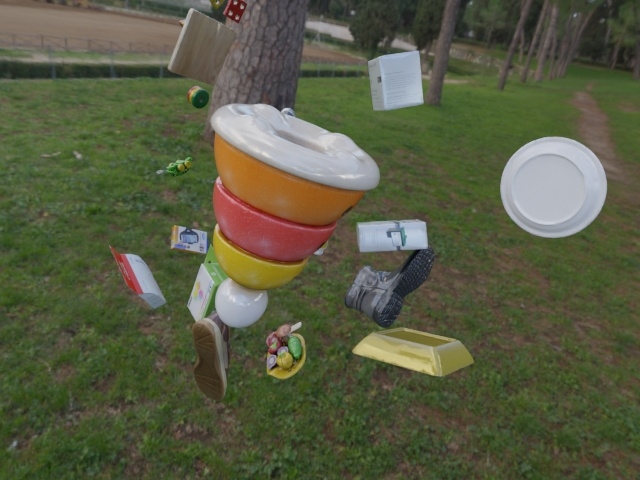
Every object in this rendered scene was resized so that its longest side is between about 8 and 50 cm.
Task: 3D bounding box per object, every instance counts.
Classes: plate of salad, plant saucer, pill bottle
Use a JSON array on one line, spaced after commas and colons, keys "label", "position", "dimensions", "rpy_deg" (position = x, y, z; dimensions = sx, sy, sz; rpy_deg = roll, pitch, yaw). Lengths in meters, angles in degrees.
[{"label": "plate of salad", "position": [0.459, -0.105, 0.903], "dimensions": [0.048, 0.199, 0.200], "rpy_deg": [-15, 36, -41]}, {"label": "plant saucer", "position": [0.334, 0.377, 1.607], "dimensions": [0.333, 0.081, 0.333], "rpy_deg": [6, 0, 37]}, {"label": "pill bottle", "position": [0.000, 0.000, 1.909], "dimensions": [0.065, 0.116, 0.065], "rpy_deg": [10, 29, -6]}]

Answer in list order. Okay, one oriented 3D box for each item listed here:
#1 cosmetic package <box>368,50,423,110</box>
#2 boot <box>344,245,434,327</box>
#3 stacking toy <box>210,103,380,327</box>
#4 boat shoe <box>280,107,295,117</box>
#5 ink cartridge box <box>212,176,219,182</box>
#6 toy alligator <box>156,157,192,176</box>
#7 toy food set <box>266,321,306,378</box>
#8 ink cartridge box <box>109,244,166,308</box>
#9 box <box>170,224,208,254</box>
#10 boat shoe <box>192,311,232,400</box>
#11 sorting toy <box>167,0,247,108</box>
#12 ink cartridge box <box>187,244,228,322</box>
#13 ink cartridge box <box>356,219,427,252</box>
[{"label": "cosmetic package", "position": [0.272, -0.578, 1.656], "dimensions": [0.151, 0.183, 0.151], "rpy_deg": [-12, 16, -6]}, {"label": "boot", "position": [0.233, 0.126, 1.615], "dimensions": [0.118, 0.338, 0.223], "rpy_deg": [47, -11, -36]}, {"label": "stacking toy", "position": [-0.114, -0.018, 0.976], "dimensions": [0.351, 0.480, 0.350], "rpy_deg": [19, 22, -8]}, {"label": "boat shoe", "position": [-0.177, -0.418, 1.762], "dimensions": [0.078, 0.219, 0.070], "rpy_deg": [32, 43, -11]}, {"label": "ink cartridge box", "position": [-0.363, -0.316, 2.055], "dimensions": [0.208, 0.045, 0.206], "rpy_deg": [-25, 7, 46]}, {"label": "toy alligator", "position": [-0.558, -0.270, 1.752], "dimensions": [0.056, 0.051, 0.189], "rpy_deg": [9, 31, 24]}, {"label": "toy food set", "position": [-0.117, 0.314, 1.362], "dimensions": [0.128, 0.071, 0.218], "rpy_deg": [-25, 28, 7]}, {"label": "ink cartridge box", "position": [-0.646, 0.123, 1.616], "dimensions": [0.066, 0.232, 0.189], "rpy_deg": [-29, 65, -16]}, {"label": "box", "position": [-0.445, 0.002, 1.565], "dimensions": [0.136, 0.081, 0.028], "rpy_deg": [13, -25, -39]}, {"label": "boat shoe", "position": [-0.329, 0.369, 1.459], "dimensions": [0.123, 0.342, 0.123], "rpy_deg": [15, 32, 23]}, {"label": "sorting toy", "position": [-0.263, -0.432, 0.992], "dimensions": [0.046, 0.274, 0.132], "rpy_deg": [39, 22, 23]}, {"label": "ink cartridge box", "position": [-0.403, 0.157, 1.598], "dimensions": [0.097, 0.188, 0.255], "rpy_deg": [3, 30, -41]}, {"label": "ink cartridge box", "position": [0.235, -0.018, 1.522], "dimensions": [0.219, 0.092, 0.160], "rpy_deg": [-3, 7, 2]}]
